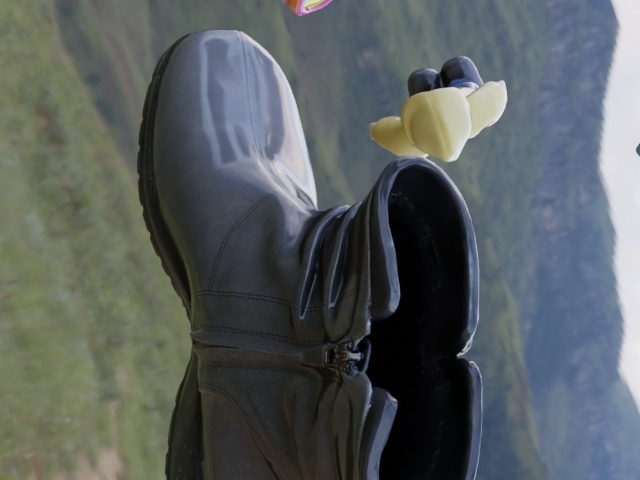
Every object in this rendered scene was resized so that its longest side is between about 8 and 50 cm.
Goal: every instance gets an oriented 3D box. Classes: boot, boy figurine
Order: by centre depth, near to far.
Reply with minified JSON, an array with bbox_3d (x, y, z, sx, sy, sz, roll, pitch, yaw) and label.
[{"bbox_3d":[0.000,0.000,0.688,0.223,0.118,0.338,-36,-122,53],"label":"boot"},{"bbox_3d":[0.139,-0.154,1.551,0.285,0.177,0.092,-55,127,-72],"label":"boy figurine"}]

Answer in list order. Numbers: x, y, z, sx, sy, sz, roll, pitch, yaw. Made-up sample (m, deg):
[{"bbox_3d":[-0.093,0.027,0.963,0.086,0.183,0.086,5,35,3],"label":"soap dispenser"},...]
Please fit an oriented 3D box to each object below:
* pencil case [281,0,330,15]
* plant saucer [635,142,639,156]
[{"bbox_3d":[-0.072,-0.299,1.110,0.236,0.104,0.104,40,-4,8],"label":"pencil case"},{"bbox_3d":[0.377,-0.137,1.240,0.067,0.192,0.018,45,-18,-26],"label":"plant saucer"}]
